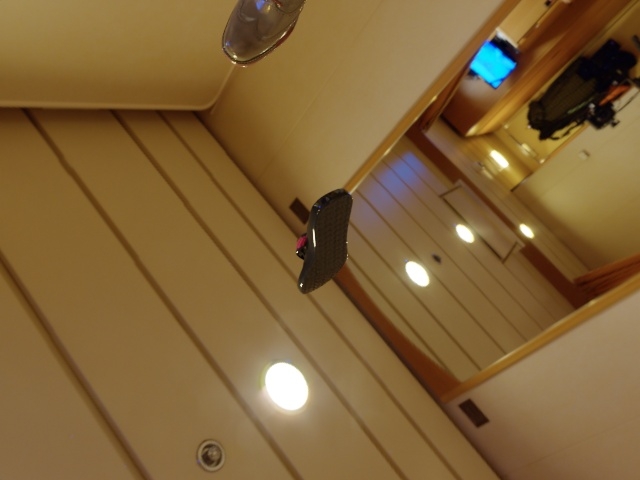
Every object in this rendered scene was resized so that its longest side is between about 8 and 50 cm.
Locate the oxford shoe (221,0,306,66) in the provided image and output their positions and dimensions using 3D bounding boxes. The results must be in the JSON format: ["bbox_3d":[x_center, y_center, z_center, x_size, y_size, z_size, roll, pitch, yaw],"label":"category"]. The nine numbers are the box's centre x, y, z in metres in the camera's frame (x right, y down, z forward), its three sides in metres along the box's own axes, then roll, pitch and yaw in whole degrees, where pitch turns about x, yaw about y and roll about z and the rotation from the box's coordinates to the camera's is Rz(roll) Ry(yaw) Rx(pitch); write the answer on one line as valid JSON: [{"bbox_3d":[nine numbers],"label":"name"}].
[{"bbox_3d":[-0.073,-0.491,0.846,0.123,0.348,0.130,38,-175,-9],"label":"oxford shoe"}]

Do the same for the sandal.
[{"bbox_3d":[0.000,0.000,0.525,0.067,0.179,0.040,-26,-122,-28],"label":"sandal"}]
